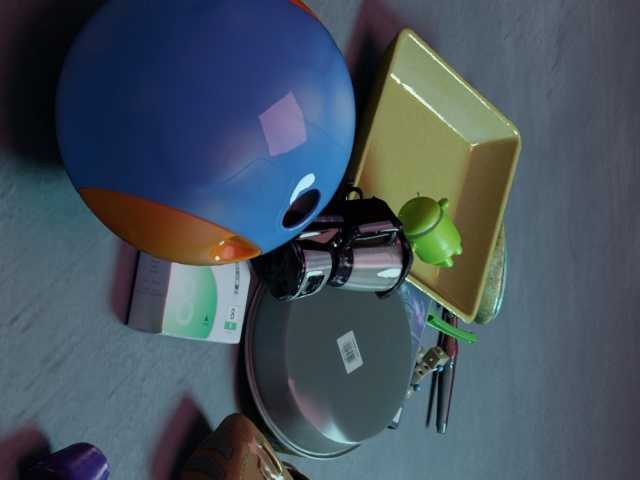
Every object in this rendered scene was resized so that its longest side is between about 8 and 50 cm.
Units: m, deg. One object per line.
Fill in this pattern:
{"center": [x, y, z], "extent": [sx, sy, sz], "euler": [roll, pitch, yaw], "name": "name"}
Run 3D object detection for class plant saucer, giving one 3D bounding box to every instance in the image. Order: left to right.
{"center": [0.146, -0.089, 1.952], "extent": [0.333, 0.081, 0.332], "euler": [35, 64, -41], "name": "plant saucer"}

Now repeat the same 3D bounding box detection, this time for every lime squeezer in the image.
{"center": [0.134, 0.153, 2.073], "extent": [0.310, 0.059, 0.110], "euler": [-21, 109, -49], "name": "lime squeezer"}

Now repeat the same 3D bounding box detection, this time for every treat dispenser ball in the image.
{"center": [-0.110, -0.120, 1.274], "extent": [0.288, 0.288, 0.288], "euler": [-26, 120, -59], "name": "treat dispenser ball"}

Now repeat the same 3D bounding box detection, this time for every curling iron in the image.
{"center": [0.214, 0.198, 2.287], "extent": [0.068, 0.035, 0.274], "euler": [-1, 97, -59], "name": "curling iron"}

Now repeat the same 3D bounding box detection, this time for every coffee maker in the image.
{"center": [0.000, 0.000, 1.673], "extent": [0.178, 0.171, 0.120], "euler": [0, 117, -36], "name": "coffee maker"}

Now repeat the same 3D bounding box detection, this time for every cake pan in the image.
{"center": [0.022, 0.146, 1.762], "extent": [0.293, 0.054, 0.293], "euler": [7, 80, -45], "name": "cake pan"}

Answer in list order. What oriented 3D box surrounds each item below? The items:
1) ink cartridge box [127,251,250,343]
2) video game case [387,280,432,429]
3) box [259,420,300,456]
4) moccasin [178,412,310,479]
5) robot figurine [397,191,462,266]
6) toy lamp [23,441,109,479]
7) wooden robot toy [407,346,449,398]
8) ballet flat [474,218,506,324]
{"center": [-0.137, 0.002, 1.520], "extent": [0.181, 0.056, 0.224], "euler": [17, 84, -63], "name": "ink cartridge box"}
{"center": [0.086, 0.118, 1.959], "extent": [0.196, 0.026, 0.274], "euler": [34, 64, -41], "name": "video game case"}
{"center": [-0.022, 0.205, 1.797], "extent": [0.169, 0.054, 0.059], "euler": [-68, 150, -28], "name": "box"}
{"center": [-0.054, 0.346, 1.701], "extent": [0.147, 0.139, 0.380], "euler": [-59, 137, -24], "name": "moccasin"}
{"center": [0.151, -0.014, 1.849], "extent": [0.101, 0.067, 0.115], "euler": [-52, 125, -20], "name": "robot figurine"}
{"center": [-0.298, 0.283, 1.248], "extent": [0.275, 0.080, 0.080], "euler": [-40, 131, -51], "name": "toy lamp"}
{"center": [0.136, 0.218, 2.131], "extent": [0.079, 0.076, 0.173], "euler": [-55, 166, 29], "name": "wooden robot toy"}
{"center": [0.254, -0.036, 2.229], "extent": [0.123, 0.123, 0.348], "euler": [19, 77, -63], "name": "ballet flat"}
